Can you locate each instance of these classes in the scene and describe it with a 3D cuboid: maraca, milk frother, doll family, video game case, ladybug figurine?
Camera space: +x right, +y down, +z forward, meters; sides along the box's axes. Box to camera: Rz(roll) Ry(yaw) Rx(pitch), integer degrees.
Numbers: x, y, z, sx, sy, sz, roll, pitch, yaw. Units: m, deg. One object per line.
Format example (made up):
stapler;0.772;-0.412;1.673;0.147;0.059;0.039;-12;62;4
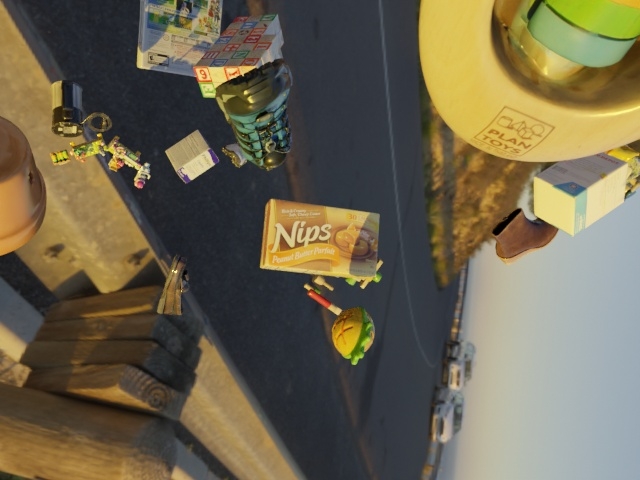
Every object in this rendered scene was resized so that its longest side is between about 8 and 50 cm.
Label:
maraca;0.083;0.226;1.338;0.185;0.099;0.127;-142;-109;-76
milk frother;-0.670;-0.370;1.561;0.143;0.129;0.135;6;68;-42
doll family;0.645;-0.206;1.140;0.163;0.263;0.118;56;10;21
video game case;-0.492;-0.744;1.977;0.329;0.036;0.300;-9;111;-50
ladybug figurine;0.250;-0.249;0.468;0.449;0.304;0.162;121;-13;-52

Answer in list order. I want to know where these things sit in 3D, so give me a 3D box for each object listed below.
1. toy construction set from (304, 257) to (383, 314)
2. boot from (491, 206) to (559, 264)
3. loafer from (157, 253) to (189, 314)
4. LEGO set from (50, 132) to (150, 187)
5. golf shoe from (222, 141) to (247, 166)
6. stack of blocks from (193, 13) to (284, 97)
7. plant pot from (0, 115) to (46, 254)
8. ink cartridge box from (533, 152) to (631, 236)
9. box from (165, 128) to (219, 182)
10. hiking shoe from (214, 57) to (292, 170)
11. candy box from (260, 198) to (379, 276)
toy construction set;0.112;0.122;1.965;0.309;0.237;0.257;-59;-161;-18
boot;0.650;-0.041;1.749;0.248;0.090;0.207;-40;140;-2
loafer;-0.511;0.164;2.008;0.109;0.095;0.303;-85;-161;-47
LEGO set;-0.642;-0.241;1.662;0.286;0.107;0.132;12;112;-34
golf shoe;-0.231;-0.274;1.660;0.077;0.094;0.198;50;7;-11
stack of blocks;-0.190;-0.496;1.485;0.087;0.171;0.297;77;24;-43
plant pot;-0.725;-0.133;1.168;0.203;0.290;0.291;-46;-161;48
ink cartridge box;0.462;-0.093;0.981;0.143;0.092;0.090;-30;130;-13
box;-0.428;-0.282;1.866;0.126;0.137;0.072;54;-3;38
hiking shoe;-0.078;-0.178;0.830;0.132;0.113;0.304;64;-3;-7
candy box;0.000;0.000;1.549;0.087;0.316;0.183;146;-50;-73
